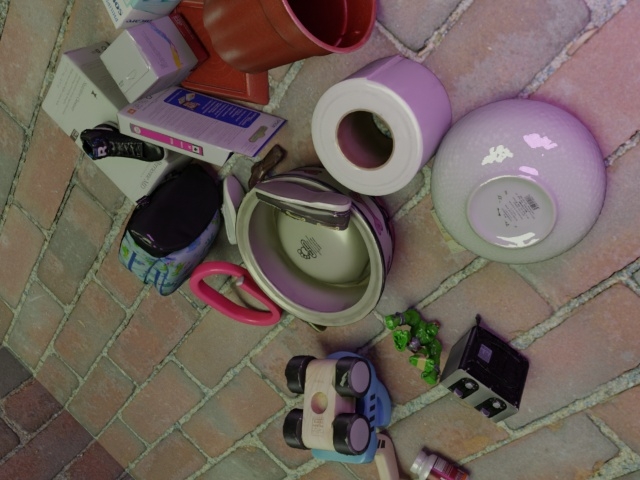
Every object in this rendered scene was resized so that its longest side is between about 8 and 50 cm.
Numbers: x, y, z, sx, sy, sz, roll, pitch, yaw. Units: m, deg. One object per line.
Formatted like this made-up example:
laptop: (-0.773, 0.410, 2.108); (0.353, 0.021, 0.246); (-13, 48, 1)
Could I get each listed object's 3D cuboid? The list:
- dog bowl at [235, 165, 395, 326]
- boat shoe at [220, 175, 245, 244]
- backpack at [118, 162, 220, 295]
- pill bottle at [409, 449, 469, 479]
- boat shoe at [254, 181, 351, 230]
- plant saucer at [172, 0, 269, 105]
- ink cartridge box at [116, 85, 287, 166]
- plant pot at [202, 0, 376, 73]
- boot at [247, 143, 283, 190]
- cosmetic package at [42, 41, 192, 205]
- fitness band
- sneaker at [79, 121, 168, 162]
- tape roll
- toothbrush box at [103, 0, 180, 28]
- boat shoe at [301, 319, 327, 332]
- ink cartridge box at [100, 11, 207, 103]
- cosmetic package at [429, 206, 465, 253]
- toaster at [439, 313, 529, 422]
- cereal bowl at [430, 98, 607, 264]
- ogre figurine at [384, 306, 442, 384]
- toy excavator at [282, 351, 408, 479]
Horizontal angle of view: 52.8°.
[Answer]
dog bowl: (0.000, 0.000, 1.568); (0.407, 0.150, 0.408); (17, 126, 24)
boat shoe: (-0.230, -0.078, 1.684); (0.063, 0.066, 0.184); (-25, 75, 32)
backpack: (-0.419, -0.003, 1.765); (0.273, 0.290, 0.355); (48, 141, -15)
pill bottle: (0.332, 0.657, 1.805); (0.152, 0.086, 0.086); (28, 130, 16)
boat shoe: (-0.043, -0.074, 1.393); (0.227, 0.081, 0.069); (15, 121, 22)
plant saucer: (-0.246, -0.454, 1.512); (0.258, 0.048, 0.259); (16, 125, 24)
ink cartridge box: (-0.281, -0.275, 1.542); (0.370, 0.176, 0.069); (18, 135, 16)
plant pot: (-0.077, -0.462, 1.269); (0.265, 0.272, 0.273); (-9, 113, 46)
boot: (-0.132, -0.171, 1.590); (0.114, 0.037, 0.107); (-31, 54, 41)
cosmetic package: (-0.530, -0.306, 1.719); (0.385, 0.156, 0.217); (46, 131, 1)
fitness band: (-0.232, 0.155, 1.808); (0.208, 0.054, 0.291); (-17, 136, 37)
sneaker: (-0.488, -0.220, 1.567); (0.216, 0.121, 0.079); (18, 124, 20)
tape roll: (0.126, -0.235, 1.323); (0.246, 0.169, 0.246); (17, 127, 24)
toothbrush box: (-0.375, -0.636, 1.402); (0.295, 0.126, 0.217); (-28, 87, 43)
boat shoe: (-0.043, 0.197, 1.789); (0.152, 0.056, 0.049); (49, 138, 11)
ink cartridge box: (-0.379, -0.417, 1.472); (0.128, 0.176, 0.127); (-25, 103, 41)
cosmetic package: (0.296, -0.034, 1.422); (0.060, 0.041, 0.115); (-21, 105, 41)
toaster: (0.383, 0.303, 1.499); (0.168, 0.186, 0.110); (35, 135, -1)
cereal bowl: (0.369, -0.088, 1.236); (0.338, 0.141, 0.339); (11, 126, 16)
ogre figurine: (0.238, 0.244, 1.585); (0.197, 0.118, 0.097); (38, 128, 5)
toy excavator: (0.117, 0.539, 1.803); (0.222, 0.445, 0.433); (-8, 72, 38)
